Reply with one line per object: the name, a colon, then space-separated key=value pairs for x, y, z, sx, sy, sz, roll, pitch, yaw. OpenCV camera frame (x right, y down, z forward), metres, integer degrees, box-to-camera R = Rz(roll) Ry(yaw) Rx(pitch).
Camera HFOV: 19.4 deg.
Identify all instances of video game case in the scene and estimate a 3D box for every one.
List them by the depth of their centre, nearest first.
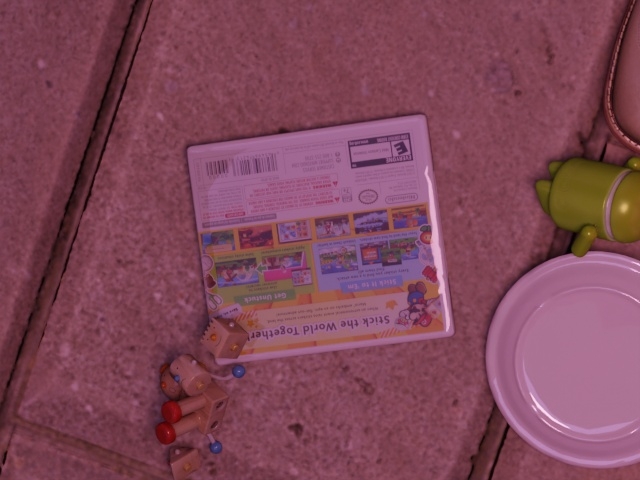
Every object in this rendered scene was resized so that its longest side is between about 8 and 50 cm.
video game case: x=0.000 y=0.000 z=1.736 sx=0.227 sy=0.026 sz=0.206 roll=-7 pitch=91 yaw=8

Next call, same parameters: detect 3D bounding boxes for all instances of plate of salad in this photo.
plate of salad: x=0.249 y=0.106 z=1.690 sx=0.199 sy=0.048 sz=0.200 roll=3 pitch=100 yaw=15

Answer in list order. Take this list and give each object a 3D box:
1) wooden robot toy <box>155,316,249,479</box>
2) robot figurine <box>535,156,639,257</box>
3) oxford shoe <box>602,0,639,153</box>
wooden robot toy: x=-0.128 y=0.136 z=1.733 sx=0.079 sy=0.076 sz=0.173 roll=42 pitch=129 yaw=36
robot figurine: x=0.249 y=-0.035 z=1.662 sx=0.115 sy=0.067 sz=0.101 roll=15 pitch=53 yaw=35
oxford shoe: x=0.367 y=-0.251 z=1.609 sx=0.140 sy=0.146 sz=0.397 roll=31 pitch=96 yaw=6
